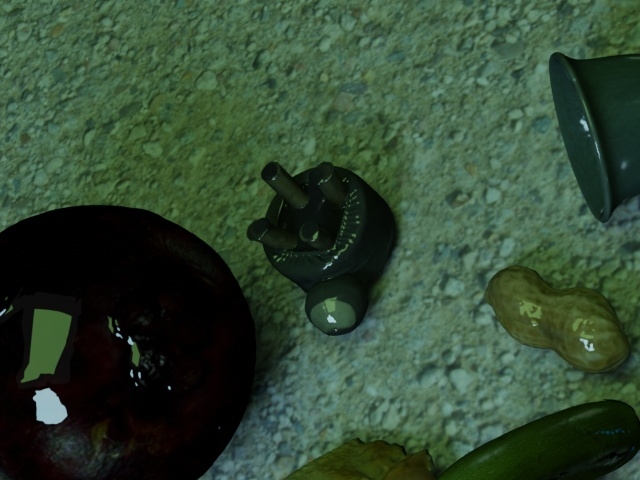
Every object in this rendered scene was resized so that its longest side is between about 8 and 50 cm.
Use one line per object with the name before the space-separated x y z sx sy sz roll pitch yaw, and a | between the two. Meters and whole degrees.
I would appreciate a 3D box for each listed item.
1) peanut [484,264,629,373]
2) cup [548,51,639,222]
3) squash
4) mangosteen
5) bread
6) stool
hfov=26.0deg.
peanut | 0.261 0.083 1.540 0.193 0.089 0.089 26 82 36
cup | 0.356 -0.134 1.547 0.150 0.199 0.199 -16 59 2
squash | 0.201 0.233 1.395 0.331 0.087 0.087 -19 47 -29
mangosteen | -0.292 0.144 1.654 0.421 0.381 0.381 -8 64 27
bread | 0.013 0.321 1.526 0.174 0.133 0.252 10 73 52
stool | 0.008 -0.004 1.693 0.153 0.139 0.228 -40 51 10
